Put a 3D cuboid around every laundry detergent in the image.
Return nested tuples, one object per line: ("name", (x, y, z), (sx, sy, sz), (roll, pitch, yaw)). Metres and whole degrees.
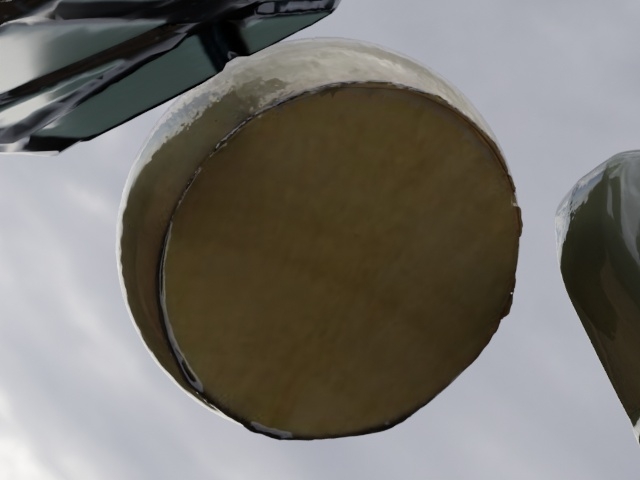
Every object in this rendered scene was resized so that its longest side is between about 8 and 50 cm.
("laundry detergent", (0.255, 0.066, 1.187), (0.091, 0.181, 0.253), (-46, -126, 48))

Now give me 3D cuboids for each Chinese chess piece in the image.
("Chinese chess piece", (0.000, 0.000, 1.178), (0.257, 0.257, 0.104), (63, -7, -29))

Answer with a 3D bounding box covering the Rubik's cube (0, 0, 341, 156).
("Rubik's cube", (-0.110, -0.219, 0.826), (0.283, 0.288, 0.293), (67, 13, 8))
